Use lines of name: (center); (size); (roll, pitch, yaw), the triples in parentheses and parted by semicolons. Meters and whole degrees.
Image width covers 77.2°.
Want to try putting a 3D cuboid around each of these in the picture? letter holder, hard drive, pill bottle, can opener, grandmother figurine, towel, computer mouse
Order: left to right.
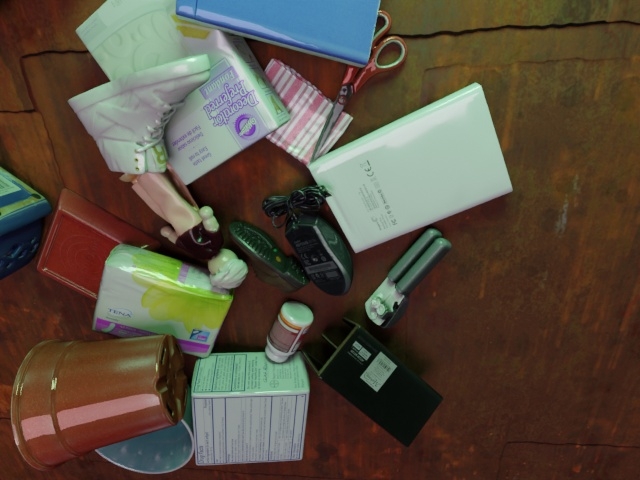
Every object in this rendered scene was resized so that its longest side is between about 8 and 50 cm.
grandmother figurine: (-0.282, -0.031, 0.889); (0.208, 0.104, 0.342); (-9, 121, 55)
hard drive: (-0.055, -0.432, 0.655); (0.319, 0.040, 0.210); (9, 99, -14)
pill bottle: (-0.085, 0.235, 1.024); (0.086, 0.086, 0.151); (25, 115, -7)
towel: (-0.053, -0.251, 0.818); (0.197, 0.029, 0.144); (35, 115, -11)
computer mouse: (0.000, 0.000, 0.900); (0.189, 0.072, 0.272); (-11, 114, 42)
letter holder: (0.120, 0.343, 1.039); (0.302, 0.214, 0.152); (42, 80, -14)
can opener: (0.203, 0.092, 0.948); (0.093, 0.074, 0.280); (10, 124, -38)
hard drive: (0.186, -0.134, 0.834); (0.353, 0.047, 0.232); (-23, 116, 16)

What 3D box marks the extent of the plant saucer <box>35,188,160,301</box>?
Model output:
plant saucer: (-0.569, 0.043, 0.999); (0.259, 0.047, 0.258); (32, 114, -9)

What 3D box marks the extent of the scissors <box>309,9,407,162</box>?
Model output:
scissors: (0.043, -0.294, 0.776); (0.109, 0.021, 0.297); (39, 106, -18)

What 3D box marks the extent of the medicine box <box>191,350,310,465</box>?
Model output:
medicine box: (-0.185, 0.445, 1.072); (0.290, 0.149, 0.263); (2, 116, -8)

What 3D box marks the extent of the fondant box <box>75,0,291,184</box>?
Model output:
fondant box: (-0.247, -0.307, 0.756); (0.239, 0.096, 0.330); (-26, 109, 21)

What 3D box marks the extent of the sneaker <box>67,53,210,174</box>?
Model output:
sneaker: (-0.287, -0.208, 0.706); (0.293, 0.108, 0.169); (-8, 115, 26)

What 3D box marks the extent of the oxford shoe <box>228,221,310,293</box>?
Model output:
oxford shoe: (-0.138, 0.050, 0.944); (0.227, 0.082, 0.096); (44, 122, -11)

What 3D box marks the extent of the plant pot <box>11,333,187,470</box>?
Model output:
plant pot: (-0.456, 0.330, 0.892); (0.265, 0.272, 0.272); (-10, 115, -4)

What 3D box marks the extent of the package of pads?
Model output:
package of pads: (-0.377, 0.150, 0.976); (0.297, 0.101, 0.229); (18, 119, -17)

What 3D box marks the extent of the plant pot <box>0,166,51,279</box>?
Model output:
plant pot: (-0.771, -0.047, 0.879); (0.236, 0.236, 0.212); (39, 106, -12)

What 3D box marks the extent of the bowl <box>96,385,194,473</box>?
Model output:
bowl: (-0.482, 0.488, 1.141); (0.312, 0.163, 0.311); (2, 117, 4)
